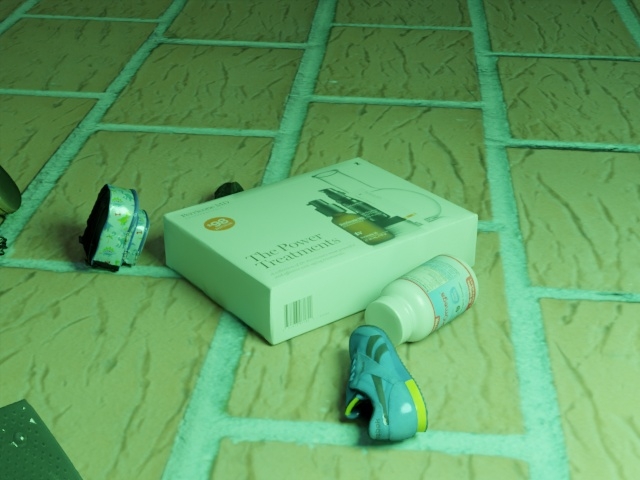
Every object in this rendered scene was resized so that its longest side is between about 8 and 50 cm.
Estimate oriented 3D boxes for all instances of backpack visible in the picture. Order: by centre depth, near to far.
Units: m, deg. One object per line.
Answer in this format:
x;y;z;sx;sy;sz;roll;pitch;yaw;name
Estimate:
-0.304;-0.022;1.627;0.084;0.114;0.105;11;20;-24;backpack

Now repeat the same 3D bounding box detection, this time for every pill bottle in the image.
0.135;0.083;1.464;0.087;0.087;0.160;23;35;36;pill bottle

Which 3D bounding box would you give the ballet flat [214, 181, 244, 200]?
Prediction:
-0.157;-0.042;1.759;0.049;0.057;0.173;-35;17;21;ballet flat

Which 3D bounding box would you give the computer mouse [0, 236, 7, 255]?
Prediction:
-0.534;0.041;1.577;0.106;0.042;0.193;4;27;3;computer mouse

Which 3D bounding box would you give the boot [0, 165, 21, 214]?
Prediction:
-0.596;-0.107;1.840;0.115;0.112;0.305;-39;42;-7;boot

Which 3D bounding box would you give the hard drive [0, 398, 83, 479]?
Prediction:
-0.235;0.262;0.879;0.255;0.054;0.172;56;23;8;hard drive

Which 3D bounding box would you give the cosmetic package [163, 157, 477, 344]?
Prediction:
0.000;0.000;1.617;0.377;0.097;0.284;-19;30;-33;cosmetic package

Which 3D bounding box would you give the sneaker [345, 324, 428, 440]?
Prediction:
0.058;0.168;1.318;0.082;0.069;0.209;-10;29;-13;sneaker
